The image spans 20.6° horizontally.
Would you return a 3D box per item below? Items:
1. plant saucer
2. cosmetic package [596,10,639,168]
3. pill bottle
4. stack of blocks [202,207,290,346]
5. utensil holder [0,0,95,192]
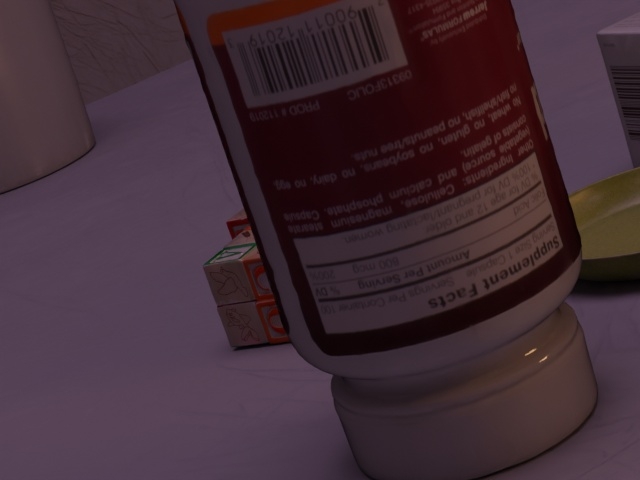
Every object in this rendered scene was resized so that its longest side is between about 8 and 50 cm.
[{"bbox_3d":[0.298,-0.018,1.540,0.241,0.037,0.241,-18,15,5],"label":"plant saucer"},{"bbox_3d":[0.399,-0.167,1.714,0.183,0.151,0.151,-28,18,-26],"label":"cosmetic package"},{"bbox_3d":[0.057,-0.042,1.243,0.224,0.392,0.224,-17,16,5],"label":"pill bottle"},{"bbox_3d":[0.000,0.000,1.725,0.171,0.087,0.297,-10,18,29],"label":"stack of blocks"},{"bbox_3d":[-0.556,-0.282,2.758,0.327,0.385,0.327,-18,15,5],"label":"utensil holder"}]
